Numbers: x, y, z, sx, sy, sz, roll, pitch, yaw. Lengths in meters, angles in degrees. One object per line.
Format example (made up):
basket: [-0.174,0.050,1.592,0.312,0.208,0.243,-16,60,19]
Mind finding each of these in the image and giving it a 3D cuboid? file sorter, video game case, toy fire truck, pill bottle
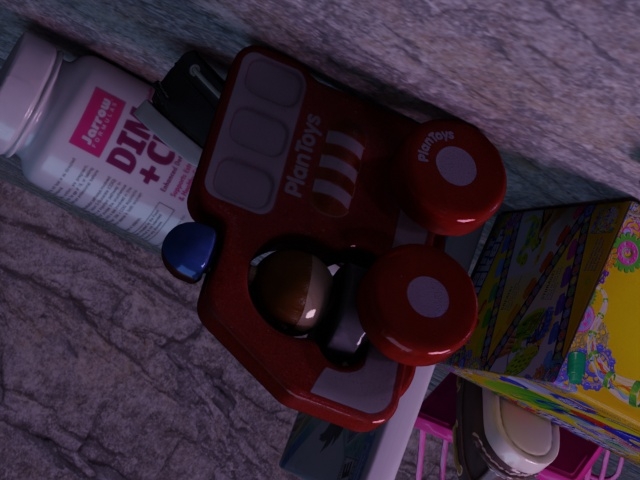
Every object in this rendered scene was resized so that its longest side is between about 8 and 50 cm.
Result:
file sorter: [0.262,0.238,1.723,0.202,0.290,0.182,20,127,26]
video game case: [0.061,0.115,1.557,0.036,0.329,0.300,22,172,-15]
toy fire truck: [0.000,0.000,1.215,0.253,0.302,0.169,22,151,-10]
pill bottle: [-0.235,-0.108,1.598,0.283,0.160,0.160,27,170,-18]

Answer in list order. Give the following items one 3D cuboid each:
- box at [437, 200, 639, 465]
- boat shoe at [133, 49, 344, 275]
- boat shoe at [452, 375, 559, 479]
box: [0.311,0.107,1.361,0.290,0.177,0.279,27,172,-14]
boat shoe: [-0.038,-0.063,1.364,0.302,0.091,0.114,38,-176,-2]
boat shoe: [0.205,0.154,1.579,0.116,0.097,0.324,30,-146,-12]
